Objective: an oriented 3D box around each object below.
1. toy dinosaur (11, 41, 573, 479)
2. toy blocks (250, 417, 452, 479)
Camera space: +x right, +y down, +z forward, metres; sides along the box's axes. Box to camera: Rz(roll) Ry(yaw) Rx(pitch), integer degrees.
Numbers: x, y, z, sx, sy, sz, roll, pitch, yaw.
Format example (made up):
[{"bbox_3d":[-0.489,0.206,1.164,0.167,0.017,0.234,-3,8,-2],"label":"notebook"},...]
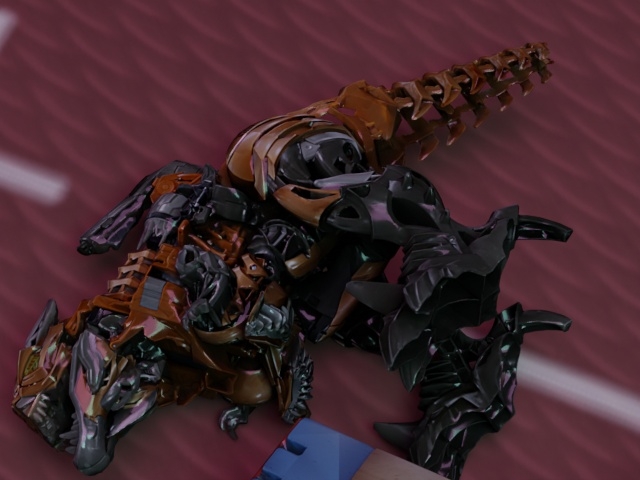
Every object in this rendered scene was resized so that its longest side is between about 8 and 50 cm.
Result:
[{"bbox_3d":[0.000,0.000,0.752,0.218,0.164,0.322,36,88,32],"label":"toy dinosaur"},{"bbox_3d":[-0.034,0.220,0.592,0.261,0.191,0.381,17,59,48],"label":"toy blocks"}]
